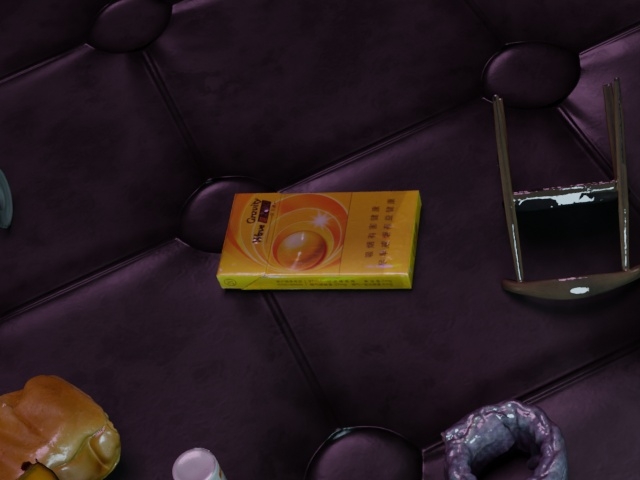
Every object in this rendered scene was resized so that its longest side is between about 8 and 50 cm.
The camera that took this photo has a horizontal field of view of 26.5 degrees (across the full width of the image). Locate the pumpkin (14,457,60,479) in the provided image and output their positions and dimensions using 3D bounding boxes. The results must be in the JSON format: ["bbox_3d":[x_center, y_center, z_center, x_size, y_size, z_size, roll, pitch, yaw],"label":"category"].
[{"bbox_3d":[-0.321,0.420,1.487,0.225,0.256,0.303,38,92,13],"label":"pumpkin"}]

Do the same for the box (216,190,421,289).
[{"bbox_3d":[0.000,0.000,1.887,0.269,0.043,0.152,0,51,15],"label":"box"}]

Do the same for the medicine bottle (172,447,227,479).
[{"bbox_3d":[-0.142,0.297,1.650,0.057,0.089,0.057,-8,49,9],"label":"medicine bottle"}]

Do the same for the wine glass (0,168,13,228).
[{"bbox_3d":[-0.642,-0.124,2.070,0.309,0.096,0.264,-9,84,9],"label":"wine glass"}]

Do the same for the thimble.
[{"bbox_3d":[0.214,0.264,1.575,0.150,0.098,0.150,-7,50,9],"label":"thimble"}]

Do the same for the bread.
[{"bbox_3d":[-0.391,0.304,1.688,0.294,0.132,0.167,-43,47,-18],"label":"bread"}]

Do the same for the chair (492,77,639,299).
[{"bbox_3d":[0.320,-0.066,1.790,0.188,0.166,0.272,-6,93,9],"label":"chair"}]
